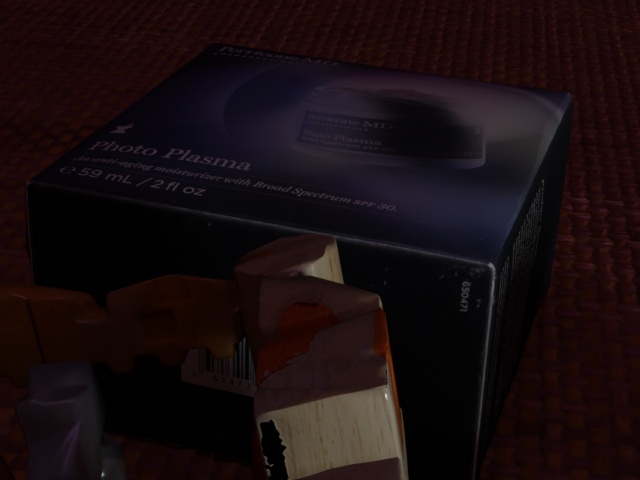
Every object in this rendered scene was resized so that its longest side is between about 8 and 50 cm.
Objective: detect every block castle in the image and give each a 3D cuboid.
[{"bbox_3d":[-0.103,0.182,0.493,0.302,0.213,0.453,-9,21,5],"label":"block castle"}]

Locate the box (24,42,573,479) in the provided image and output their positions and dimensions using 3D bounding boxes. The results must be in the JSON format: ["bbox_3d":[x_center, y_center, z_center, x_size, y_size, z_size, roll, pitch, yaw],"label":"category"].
[{"bbox_3d":[0.000,0.000,0.865,0.296,0.183,0.294,10,28,15],"label":"box"}]
